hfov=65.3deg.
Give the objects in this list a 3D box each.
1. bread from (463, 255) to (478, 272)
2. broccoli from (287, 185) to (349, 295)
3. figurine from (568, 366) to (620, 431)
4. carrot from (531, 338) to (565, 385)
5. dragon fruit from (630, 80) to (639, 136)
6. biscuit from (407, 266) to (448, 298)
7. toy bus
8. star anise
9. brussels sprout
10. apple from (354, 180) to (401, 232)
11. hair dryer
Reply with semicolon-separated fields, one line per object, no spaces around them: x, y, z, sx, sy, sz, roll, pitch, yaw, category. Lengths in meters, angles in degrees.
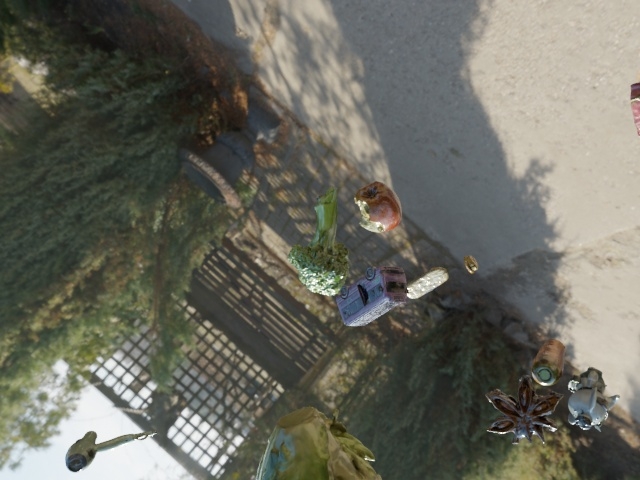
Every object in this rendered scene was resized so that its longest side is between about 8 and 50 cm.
0.675;0.106;2.246;0.046;0.083;0.081;-29;144;25;bread
-0.018;0.030;1.500;0.186;0.254;0.302;-3;133;21;broccoli
0.760;0.450;1.407;0.126;0.192;0.147;24;139;21;figurine
0.662;0.355;1.445;0.087;0.193;0.087;7;103;31;carrot
0.815;-0.264;1.083;0.152;0.317;0.205;9;114;50;dragon fruit
0.301;0.122;1.429;0.071;0.018;0.147;35;124;-29;biscuit
0.122;0.131;1.165;0.087;0.098;0.178;8;145;-35;toy bus
0.633;0.532;1.574;0.220;0.214;0.099;10;169;30;star anise
-0.017;0.627;1.268;0.371;0.315;0.276;63;-175;7;brussels sprout
0.194;-0.115;1.662;0.158;0.147;0.156;77;176;-54;apple
-0.510;0.479;1.209;0.167;0.199;0.067;-3;103;62;hair dryer
